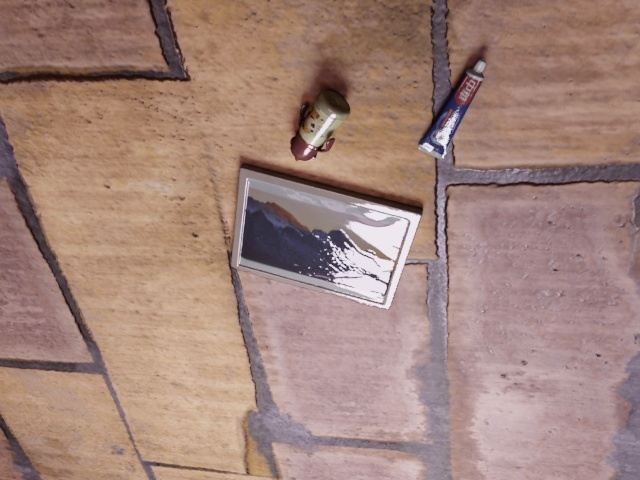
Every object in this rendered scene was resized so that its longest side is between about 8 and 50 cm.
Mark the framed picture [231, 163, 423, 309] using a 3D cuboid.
[{"bbox_3d":[0.000,0.000,0.882,0.266,0.018,0.192,14,127,4],"label":"framed picture"}]

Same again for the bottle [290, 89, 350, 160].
[{"bbox_3d":[-0.005,-0.143,0.765,0.047,0.063,0.101,13,135,-31],"label":"bottle"}]

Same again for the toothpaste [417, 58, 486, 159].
[{"bbox_3d":[0.166,-0.160,0.727,0.037,0.021,0.140,27,129,1],"label":"toothpaste"}]
